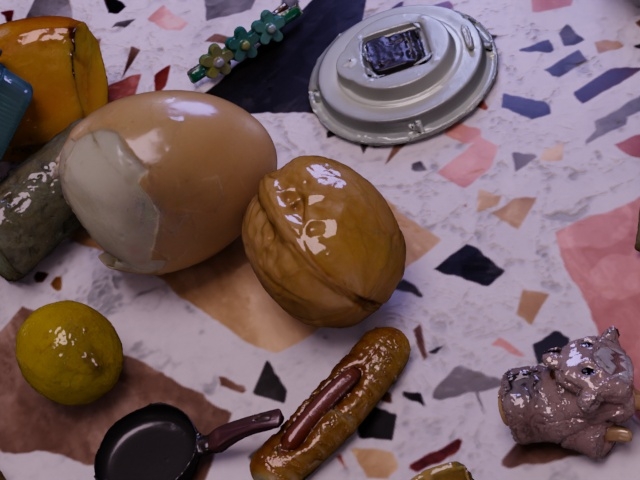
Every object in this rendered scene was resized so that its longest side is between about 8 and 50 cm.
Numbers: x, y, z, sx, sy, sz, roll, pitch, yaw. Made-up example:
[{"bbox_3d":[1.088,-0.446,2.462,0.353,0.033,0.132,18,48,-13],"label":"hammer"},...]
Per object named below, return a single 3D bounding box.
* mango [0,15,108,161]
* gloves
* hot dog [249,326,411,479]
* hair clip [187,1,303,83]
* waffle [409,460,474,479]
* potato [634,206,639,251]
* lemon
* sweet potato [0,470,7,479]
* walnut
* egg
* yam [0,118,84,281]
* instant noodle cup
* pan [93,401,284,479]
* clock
[{"bbox_3d":[-0.401,-0.185,1.831,0.257,0.138,0.187,-6,76,15],"label":"mango"},{"bbox_3d":[0.237,0.143,1.357,0.144,0.094,0.110,-25,35,8],"label":"gloves"},{"bbox_3d":[0.013,0.165,1.443,0.066,0.047,0.215,32,67,34],"label":"hot dog"},{"bbox_3d":[-0.096,-0.256,1.846,0.173,0.049,0.049,-38,49,-16],"label":"hair clip"},{"bbox_3d":[0.053,0.300,1.301,0.210,0.055,0.160,-20,46,10],"label":"waffle"},{"bbox_3d":[0.397,-0.150,1.437,0.112,0.255,0.269,14,57,31],"label":"potato"},{"bbox_3d":[-0.268,0.119,1.542,0.109,0.109,0.133,-45,42,-20],"label":"lemon"},{"bbox_3d":[-0.476,0.226,1.545,0.346,0.079,0.108,-5,62,20],"label":"sweet potato"},{"bbox_3d":[0.000,0.000,1.521,0.159,0.159,0.207,-29,53,-6],"label":"walnut"},{"bbox_3d":[-0.167,-0.070,1.608,0.244,0.201,0.201,-19,46,-11],"label":"egg"},{"bbox_3d":[-0.323,-0.050,1.708,0.107,0.107,0.194,29,64,36],"label":"yam"},{"bbox_3d":[-0.394,-0.131,1.696,0.179,0.070,0.157,-62,15,4],"label":"instant noodle cup"},{"bbox_3d":[-0.130,0.206,1.461,0.212,0.040,0.115,-16,46,16],"label":"pan"},{"bbox_3d":[0.095,-0.214,1.738,0.236,0.053,0.236,-9,49,11],"label":"clock"}]
